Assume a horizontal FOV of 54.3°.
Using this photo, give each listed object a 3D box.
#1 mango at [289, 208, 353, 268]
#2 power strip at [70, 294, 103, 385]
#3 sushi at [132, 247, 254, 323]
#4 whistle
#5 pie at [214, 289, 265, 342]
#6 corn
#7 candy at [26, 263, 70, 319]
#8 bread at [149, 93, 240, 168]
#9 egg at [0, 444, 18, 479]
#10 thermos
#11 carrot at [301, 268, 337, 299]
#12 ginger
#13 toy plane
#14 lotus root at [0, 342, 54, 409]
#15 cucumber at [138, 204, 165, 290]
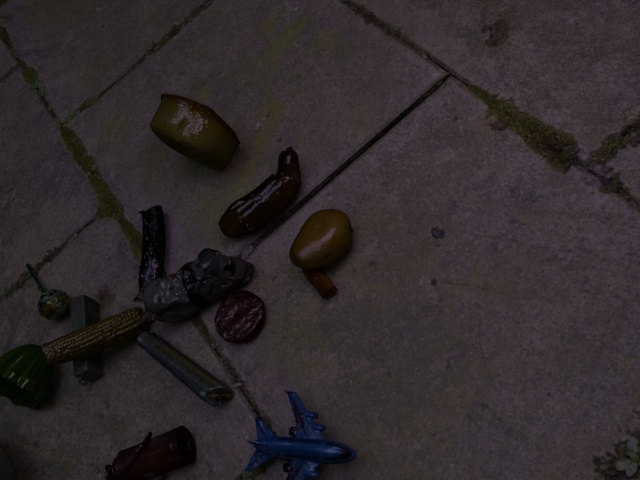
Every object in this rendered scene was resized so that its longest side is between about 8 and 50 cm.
[{"bbox_3d":[0.000,0.000,1.622,0.195,0.098,0.137,-39,60,-15],"label":"mango"},{"bbox_3d":[-0.665,0.277,1.773,0.052,0.078,0.272,-24,57,10],"label":"power strip"},{"bbox_3d":[-0.344,0.121,1.691,0.332,0.130,0.124,-32,53,6],"label":"sushi"},{"bbox_3d":[-0.361,0.334,1.629,0.326,0.057,0.068,29,35,31],"label":"whistle"},{"bbox_3d":[-0.212,0.200,1.652,0.154,0.036,0.155,-10,61,18],"label":"pie"},{"bbox_3d":[-0.604,0.262,1.698,0.288,0.087,0.086,-21,52,-26],"label":"corn"},{"bbox_3d":[-0.859,0.143,1.936,0.091,0.083,0.305,-48,49,-4],"label":"candy"},{"bbox_3d":[-0.374,-0.327,1.861,0.269,0.270,0.148,23,81,30],"label":"bread"},{"bbox_3d":[-0.916,0.628,1.585,0.258,0.258,0.352,-43,52,-3],"label":"egg"},{"bbox_3d":[-0.426,0.544,1.531,0.231,0.099,0.124,-25,96,10],"label":"thermos"},{"bbox_3d":[-0.014,0.095,1.622,0.048,0.048,0.139,-42,54,-3],"label":"carrot"},{"bbox_3d":[-0.157,-0.115,1.755,0.309,0.107,0.133,-40,40,0],"label":"ginger"},{"bbox_3d":[-0.042,0.471,1.401,0.271,0.105,0.254,0,65,21],"label":"toy plane"},{"bbox_3d":[-0.822,0.359,1.762,0.186,0.186,0.186,-10,61,18],"label":"lotus root"},{"bbox_3d":[-0.493,0.032,1.834,0.081,0.072,0.304,-16,60,11],"label":"cucumber"}]
